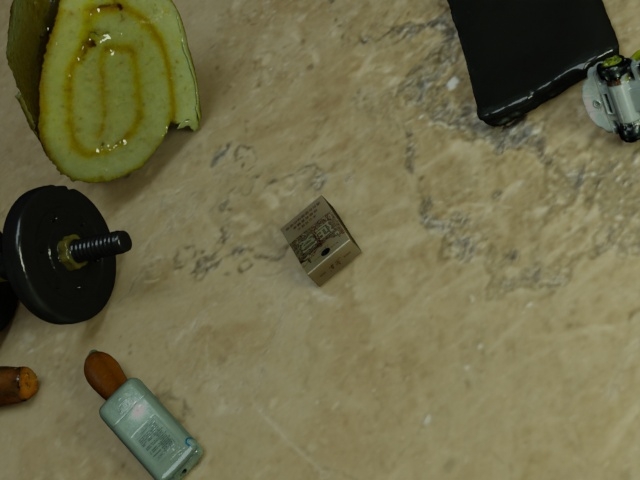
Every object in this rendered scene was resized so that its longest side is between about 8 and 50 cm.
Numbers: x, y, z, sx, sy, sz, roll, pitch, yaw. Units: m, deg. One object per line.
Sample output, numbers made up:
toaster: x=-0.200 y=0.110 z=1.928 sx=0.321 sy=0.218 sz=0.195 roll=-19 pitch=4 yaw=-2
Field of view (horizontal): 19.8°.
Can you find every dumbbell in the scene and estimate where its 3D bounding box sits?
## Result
dumbbell: x=-0.319 y=0.026 z=1.886 sx=0.325 sy=0.143 sz=0.143 roll=-12 pitch=48 yaw=36

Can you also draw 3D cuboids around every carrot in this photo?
carrot: x=-0.359 y=0.151 z=1.887 sx=0.161 sy=0.055 sz=0.055 roll=-3 pitch=53 yaw=33
carrot: x=-0.196 y=0.145 z=1.753 sx=0.035 sy=0.035 sz=0.142 roll=-43 pitch=41 yaw=2

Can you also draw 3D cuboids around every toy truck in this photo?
toy truck: x=0.279 y=-0.131 z=1.547 sx=0.111 sy=0.076 sz=0.077 roll=-2 pitch=30 yaw=39

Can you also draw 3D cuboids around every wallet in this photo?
wallet: x=0.192 y=-0.227 z=1.748 sx=0.146 sy=0.030 sz=0.285 roll=-28 pitch=41 yaw=16

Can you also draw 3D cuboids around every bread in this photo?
bread: x=-0.233 y=-0.197 z=1.947 sx=0.186 sy=0.257 sz=0.124 roll=-14 pitch=26 yaw=-20

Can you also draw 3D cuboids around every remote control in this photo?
remote control: x=-0.156 y=0.175 z=1.681 sx=0.053 sy=0.018 sz=0.124 roll=-47 pitch=49 yaw=-3

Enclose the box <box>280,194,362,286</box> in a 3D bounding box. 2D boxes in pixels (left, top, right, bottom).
box: x=0.000 y=0.000 z=1.714 sx=0.053 sy=0.024 sz=0.083 roll=-40 pitch=36 yaw=5
